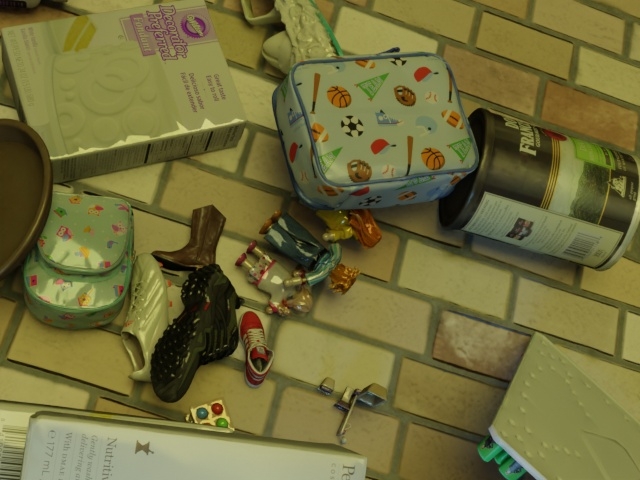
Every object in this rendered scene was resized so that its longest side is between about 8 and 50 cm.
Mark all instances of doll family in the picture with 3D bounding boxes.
[{"bbox_3d":[0.000,0.000,1.649,0.163,0.118,0.263,38,63,2],"label":"doll family"}]

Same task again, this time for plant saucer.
[{"bbox_3d":[-0.482,-0.042,1.501,0.277,0.041,0.278,-12,63,23],"label":"plant saucer"}]

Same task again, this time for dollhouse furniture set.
[{"bbox_3d":[0.040,0.247,1.562,0.091,0.114,0.081,27,68,-6],"label":"dollhouse furniture set"}]

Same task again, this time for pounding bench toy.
[{"bbox_3d":[-0.153,0.275,1.522,0.052,0.065,0.083,-15,73,-21],"label":"pounding bench toy"}]

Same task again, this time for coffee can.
[{"bbox_3d":[0.356,-0.080,1.736,0.275,0.201,0.202,16,65,-9],"label":"coffee can"}]

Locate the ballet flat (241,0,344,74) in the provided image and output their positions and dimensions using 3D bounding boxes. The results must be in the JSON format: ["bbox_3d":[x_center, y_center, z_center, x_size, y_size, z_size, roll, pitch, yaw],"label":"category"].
[{"bbox_3d":[-0.053,-0.373,1.805,0.147,0.147,0.409,-14,70,-20],"label":"ballet flat"}]

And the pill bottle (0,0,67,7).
[{"bbox_3d":[-0.500,-0.427,1.697,0.193,0.108,0.108,1,68,-15],"label":"pill bottle"}]

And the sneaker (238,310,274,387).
[{"bbox_3d":[-0.096,0.154,1.587,0.042,0.067,0.119,-2,68,-15],"label":"sneaker"}]

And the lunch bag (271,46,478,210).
[{"bbox_3d":[0.087,-0.176,1.627,0.303,0.115,0.243,-7,70,-26],"label":"lunch bag"}]

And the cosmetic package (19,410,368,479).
[{"bbox_3d":[-0.155,0.325,1.237,0.384,0.156,0.217,7,82,-12],"label":"cosmetic package"}]

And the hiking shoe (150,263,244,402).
[{"bbox_3d":[-0.163,0.146,1.536,0.114,0.086,0.227,45,48,-32],"label":"hiking shoe"}]

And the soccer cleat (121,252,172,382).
[{"bbox_3d":[-0.257,0.110,1.558,0.076,0.068,0.196,0,70,-34],"label":"soccer cleat"}]

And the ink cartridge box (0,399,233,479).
[{"bbox_3d":[-0.320,0.356,1.359,0.384,0.160,0.279,9,81,-12],"label":"ink cartridge box"}]

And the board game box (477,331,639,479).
[{"bbox_3d":[0.412,0.338,1.535,0.390,0.050,0.390,42,25,5],"label":"board game box"}]

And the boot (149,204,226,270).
[{"bbox_3d":[-0.203,-0.008,1.642,0.106,0.037,0.114,19,67,-22],"label":"boot"}]

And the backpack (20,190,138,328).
[{"bbox_3d":[-0.349,0.026,1.532,0.165,0.144,0.189,6,69,-19],"label":"backpack"}]

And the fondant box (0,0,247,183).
[{"bbox_3d":[-0.310,-0.239,1.678,0.330,0.096,0.238,-14,72,-21],"label":"fondant box"}]
